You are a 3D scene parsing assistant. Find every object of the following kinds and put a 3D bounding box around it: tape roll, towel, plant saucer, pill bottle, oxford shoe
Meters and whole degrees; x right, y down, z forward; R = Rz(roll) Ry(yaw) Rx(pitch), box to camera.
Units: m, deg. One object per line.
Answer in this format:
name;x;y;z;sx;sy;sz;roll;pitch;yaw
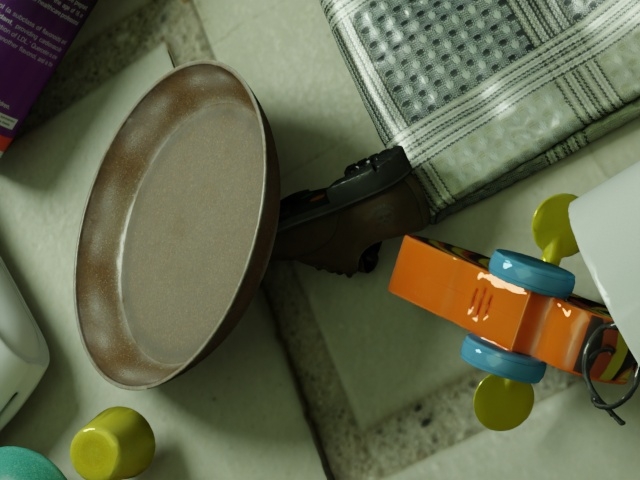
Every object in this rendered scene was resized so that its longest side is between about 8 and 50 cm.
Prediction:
tape roll;0.297;0.067;1.136;0.100;0.286;0.286;-32;66;15
towel;0.167;-0.217;1.393;0.324;0.056;0.312;-30;67;16
plant saucer;-0.128;-0.012;1.435;0.311;0.050;0.310;-23;60;46
pill bottle;-0.328;-0.243;1.565;0.181;0.181;0.323;35;94;28
oxford shoe;0.000;0.000;1.407;0.227;0.083;0.096;-21;106;37

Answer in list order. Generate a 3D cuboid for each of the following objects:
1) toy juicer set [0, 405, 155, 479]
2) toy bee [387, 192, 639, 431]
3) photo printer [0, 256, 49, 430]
toy juicer set;-0.283;0.299;1.482;0.329;0.089;0.209;-20;88;17
toy bee;0.193;0.082;1.276;0.195;0.162;0.298;-58;40;24
photo printer;-0.422;0.091;1.573;0.256;0.107;0.307;-40;65;13
